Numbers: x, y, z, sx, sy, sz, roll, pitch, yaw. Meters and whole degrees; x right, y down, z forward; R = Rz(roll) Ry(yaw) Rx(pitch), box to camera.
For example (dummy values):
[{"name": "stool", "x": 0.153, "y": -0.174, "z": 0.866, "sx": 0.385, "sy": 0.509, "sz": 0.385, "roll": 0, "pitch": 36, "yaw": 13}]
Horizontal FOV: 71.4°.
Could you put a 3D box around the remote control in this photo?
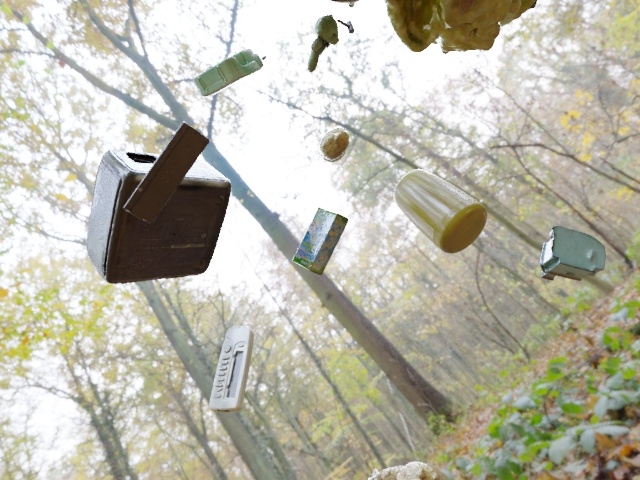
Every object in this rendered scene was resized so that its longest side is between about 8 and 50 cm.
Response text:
[{"name": "remote control", "x": -0.234, "y": 0.346, "z": 1.207, "sx": 0.090, "sy": 0.230, "sz": 0.049, "roll": -6, "pitch": -37, "yaw": 18}]

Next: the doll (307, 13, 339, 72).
[{"name": "doll", "x": 0.005, "y": -0.527, "z": 1.195, "sx": 0.150, "sy": 0.078, "sz": 0.115, "roll": -59, "pitch": 8, "yaw": 39}]

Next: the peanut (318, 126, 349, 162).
[{"name": "peanut", "x": 0.045, "y": -0.324, "z": 1.534, "sx": 0.229, "sy": 0.098, "sz": 0.103, "roll": -143, "pitch": 63, "yaw": -86}]

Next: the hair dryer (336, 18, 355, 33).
[{"name": "hair dryer", "x": 0.090, "y": -0.803, "z": 1.652, "sx": 0.083, "sy": 0.047, "sz": 0.026, "roll": 5, "pitch": -29, "yaw": -41}]

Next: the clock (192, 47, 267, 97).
[{"name": "clock", "x": -0.230, "y": -0.459, "z": 1.198, "sx": 0.160, "sy": 0.065, "sz": 0.211, "roll": -12, "pitch": 27, "yaw": 35}]

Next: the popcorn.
[{"name": "popcorn", "x": 0.227, "y": -0.456, "z": 0.768, "sx": 0.293, "sy": 0.293, "sz": 0.237, "roll": -53, "pitch": 1, "yaw": 20}]

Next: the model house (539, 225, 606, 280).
[{"name": "model house", "x": 0.676, "y": 0.054, "z": 1.234, "sx": 0.148, "sy": 0.149, "sz": 0.119, "roll": 98, "pitch": -170, "yaw": -62}]

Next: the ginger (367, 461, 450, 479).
[{"name": "ginger", "x": 0.102, "y": 0.277, "z": 0.475, "sx": 0.059, "sy": 0.133, "sz": 0.214, "roll": -53, "pitch": -43, "yaw": -23}]

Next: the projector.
[{"name": "projector", "x": -0.556, "y": -0.071, "z": 1.539, "sx": 0.395, "sy": 0.242, "sz": 0.404, "roll": -3, "pitch": -58, "yaw": -47}]

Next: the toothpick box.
[{"name": "toothpick box", "x": 0.350, "y": -0.101, "z": 1.356, "sx": 0.175, "sy": 0.271, "sz": 0.174, "roll": -23, "pitch": -42, "yaw": -23}]

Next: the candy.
[{"name": "candy", "x": 0.000, "y": 0.000, "z": 1.369, "sx": 0.062, "sy": 0.097, "sz": 0.194, "roll": 27, "pitch": -91, "yaw": -45}]

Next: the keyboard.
[{"name": "keyboard", "x": -0.285, "y": -0.125, "z": 0.824, "sx": 0.060, "sy": 0.018, "sz": 0.195, "roll": 36, "pitch": -93, "yaw": -23}]

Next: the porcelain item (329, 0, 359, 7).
[{"name": "porcelain item", "x": 0.075, "y": -0.723, "z": 1.117, "sx": 0.253, "sy": 0.253, "sz": 0.252, "roll": -32, "pitch": -29, "yaw": -20}]
